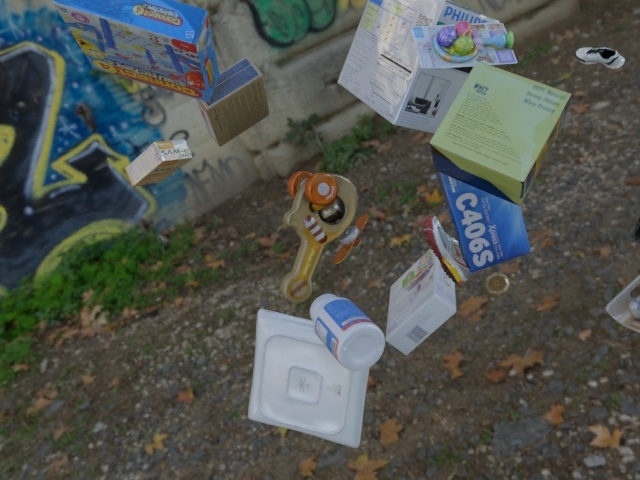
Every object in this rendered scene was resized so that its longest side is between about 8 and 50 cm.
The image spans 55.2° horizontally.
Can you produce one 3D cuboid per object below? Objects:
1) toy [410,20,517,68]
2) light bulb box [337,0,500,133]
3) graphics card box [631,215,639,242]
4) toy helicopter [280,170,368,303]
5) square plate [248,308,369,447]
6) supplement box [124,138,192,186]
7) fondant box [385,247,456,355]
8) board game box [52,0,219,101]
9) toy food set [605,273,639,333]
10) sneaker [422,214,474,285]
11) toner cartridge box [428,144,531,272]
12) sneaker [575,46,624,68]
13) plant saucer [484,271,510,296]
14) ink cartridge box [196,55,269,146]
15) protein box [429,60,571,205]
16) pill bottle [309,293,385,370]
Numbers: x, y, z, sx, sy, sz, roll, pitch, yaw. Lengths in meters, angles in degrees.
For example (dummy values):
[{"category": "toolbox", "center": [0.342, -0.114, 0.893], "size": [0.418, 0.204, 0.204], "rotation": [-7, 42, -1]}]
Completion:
[{"category": "toy", "center": [0.347, -0.482, 1.463], "size": [0.237, 0.136, 0.056], "rotation": [-3, -28, -9]}, {"category": "light bulb box", "center": [0.278, -0.561, 1.843], "size": [0.225, 0.361, 0.358], "rotation": [4, 30, -34]}, {"category": "graphics card box", "center": [0.996, 0.016, 1.620], "size": [0.233, 0.094, 0.371], "rotation": [24, 7, 39]}, {"category": "toy helicopter", "center": [0.000, 0.000, 1.603], "size": [0.140, 0.235, 0.354], "rotation": [16, 85, 63]}, {"category": "square plate", "center": [-0.040, 0.392, 1.716], "size": [0.344, 0.347, 0.049], "rotation": [10, 13, 17]}, {"category": "supplement box", "center": [-0.264, -0.126, 0.997], "size": [0.098, 0.036, 0.062], "rotation": [-28, -6, 40]}, {"category": "fondant box", "center": [0.334, 0.191, 2.036], "size": [0.238, 0.096, 0.330], "rotation": [-48, 12, 27]}, {"category": "board game box", "center": [-0.400, -0.454, 1.397], "size": [0.308, 0.086, 0.302], "rotation": [16, -11, -1]}, {"category": "toy food set", "center": [0.853, 0.133, 1.446], "size": [0.220, 0.092, 0.306], "rotation": [-42, 15, -3]}, {"category": "sneaker", "center": [0.367, 0.018, 1.738], "size": [0.093, 0.225, 0.088], "rotation": [-35, 21, -2]}, {"category": "toner cartridge box", "center": [0.403, -0.101, 1.535], "size": [0.165, 0.347, 0.075], "rotation": [-21, 25, 5]}, {"category": "sneaker", "center": [0.594, -0.400, 1.310], "size": [0.109, 0.044, 0.040], "rotation": [30, 92, 46]}, {"category": "plant saucer", "center": [0.582, 0.143, 2.018], "size": [0.083, 0.083, 0.015], "rotation": [-21, -20, 12]}, {"category": "ink cartridge box", "center": [-0.258, -0.406, 1.808], "size": [0.193, 0.088, 0.234], "rotation": [-34, -14, -10]}, {"category": "protein box", "center": [0.360, -0.214, 1.237], "size": [0.200, 0.136, 0.201], "rotation": [27, 81, 21]}, {"category": "pill bottle", "center": [0.056, 0.213, 1.493], "size": [0.124, 0.124, 0.221], "rotation": [-29, 28, -11]}]
